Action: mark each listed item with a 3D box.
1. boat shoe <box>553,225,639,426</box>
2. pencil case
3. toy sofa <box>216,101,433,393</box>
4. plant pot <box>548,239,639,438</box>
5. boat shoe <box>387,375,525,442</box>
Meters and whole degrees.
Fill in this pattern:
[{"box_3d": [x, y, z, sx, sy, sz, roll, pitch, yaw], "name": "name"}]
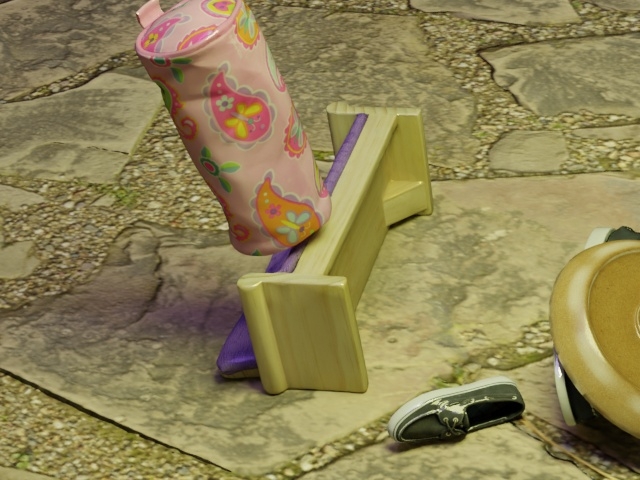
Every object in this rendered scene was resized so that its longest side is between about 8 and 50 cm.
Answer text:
[{"box_3d": [0.304, 0.076, 1.740, 0.091, 0.114, 0.302, -3, 36, 23], "name": "boat shoe"}, {"box_3d": [-0.086, -0.119, 1.724, 0.124, 0.284, 0.124, -17, 36, 13], "name": "pencil case"}, {"box_3d": [0.000, 0.000, 1.909, 0.177, 0.150, 0.362, 3, 37, 18], "name": "toy sofa"}, {"box_3d": [0.336, 0.092, 1.666, 0.236, 0.032, 0.236, 11, 52, -15], "name": "plant pot"}, {"box_3d": [0.137, 0.174, 1.709, 0.142, 0.049, 0.040, -18, 35, -13], "name": "boat shoe"}]
